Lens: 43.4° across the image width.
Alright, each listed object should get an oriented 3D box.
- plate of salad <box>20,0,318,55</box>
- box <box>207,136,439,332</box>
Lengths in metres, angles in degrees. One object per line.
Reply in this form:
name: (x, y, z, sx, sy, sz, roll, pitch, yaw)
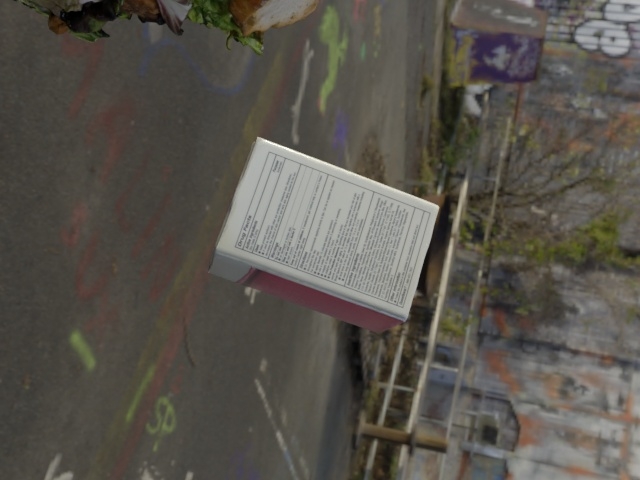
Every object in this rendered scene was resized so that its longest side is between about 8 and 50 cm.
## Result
plate of salad: (-0.077, -0.101, 0.301, 0.200, 0.200, 0.048, -14, 106, -75)
box: (0.000, 0.000, 0.959, 0.127, 0.232, 0.148, 132, -22, -73)
